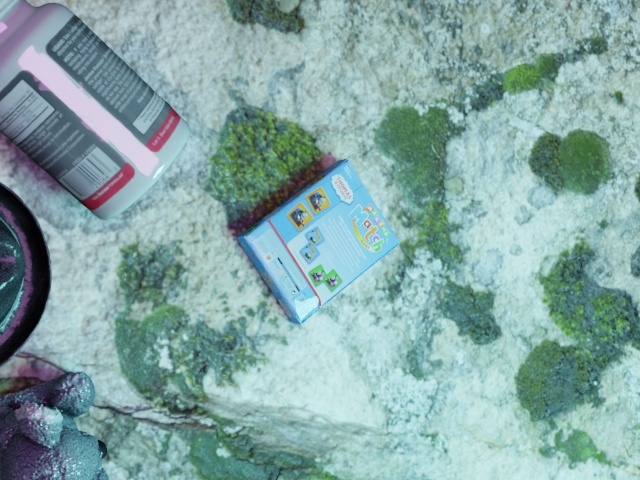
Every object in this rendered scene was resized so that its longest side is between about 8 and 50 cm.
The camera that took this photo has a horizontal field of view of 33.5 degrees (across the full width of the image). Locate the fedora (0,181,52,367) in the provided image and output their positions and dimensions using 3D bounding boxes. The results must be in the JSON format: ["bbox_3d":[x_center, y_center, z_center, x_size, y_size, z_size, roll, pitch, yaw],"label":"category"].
[{"bbox_3d":[-0.485,0.050,1.304,0.334,0.152,0.334,1,88,-26],"label":"fedora"}]

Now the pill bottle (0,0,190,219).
[{"bbox_3d":[-0.338,-0.191,1.372,0.318,0.176,0.176,44,71,-19],"label":"pill bottle"}]

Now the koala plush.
[{"bbox_3d":[-0.347,0.279,1.326,0.203,0.221,0.196,-10,93,-26],"label":"koala plush"}]

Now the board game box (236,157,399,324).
[{"bbox_3d":[0.000,0.000,1.610,0.211,0.039,0.160,-38,105,-22],"label":"board game box"}]
